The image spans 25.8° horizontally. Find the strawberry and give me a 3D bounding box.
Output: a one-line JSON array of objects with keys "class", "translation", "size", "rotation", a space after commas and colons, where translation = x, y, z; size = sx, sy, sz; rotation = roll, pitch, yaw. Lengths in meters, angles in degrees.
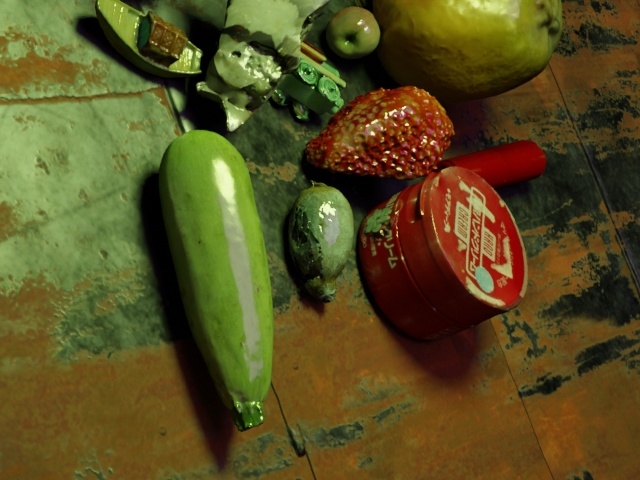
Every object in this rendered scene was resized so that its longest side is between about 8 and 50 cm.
[{"class": "strawberry", "translation": [0.098, -0.165, 1.977], "size": [0.175, 0.107, 0.236], "rotation": [26, 34, 10]}]

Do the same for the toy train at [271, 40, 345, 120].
[{"class": "toy train", "translation": [-0.038, -0.248, 1.952], "size": [0.176, 0.074, 0.118], "rotation": [29, 46, -33]}]

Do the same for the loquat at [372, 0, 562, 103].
[{"class": "loquat", "translation": [0.220, -0.348, 2.130], "size": [0.276, 0.283, 0.276], "rotation": [5, 90, -67]}]

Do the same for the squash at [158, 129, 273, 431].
[{"class": "squash", "translation": [-0.113, 0.044, 1.666], "size": [0.118, 0.118, 0.371], "rotation": [1, 70, -48]}]

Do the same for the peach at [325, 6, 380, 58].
[{"class": "peach", "translation": [0.048, -0.309, 2.075], "size": [0.083, 0.083, 0.083], "rotation": [26, 51, -38]}]

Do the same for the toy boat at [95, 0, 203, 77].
[{"class": "toy boat", "translation": [-0.218, -0.256, 1.755], "size": [0.172, 0.066, 0.065], "rotation": [28, 53, -36]}]

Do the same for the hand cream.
[{"class": "hand cream", "translation": [0.173, 0.022, 1.978], "size": [0.230, 0.149, 0.230], "rotation": [26, 49, -35]}]

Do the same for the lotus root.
[{"class": "lotus root", "translation": [0.000, -0.001, 1.850], "size": [0.088, 0.088, 0.165], "rotation": [17, 67, -43]}]

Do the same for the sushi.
[{"class": "sushi", "translation": [-0.076, -0.252, 1.830], "size": [0.134, 0.109, 0.273], "rotation": [17, 78, -3]}]

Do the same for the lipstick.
[{"class": "lipstick", "translation": [0.265, -0.111, 2.220], "size": [0.279, 0.073, 0.073], "rotation": [-16, 82, -52]}]
